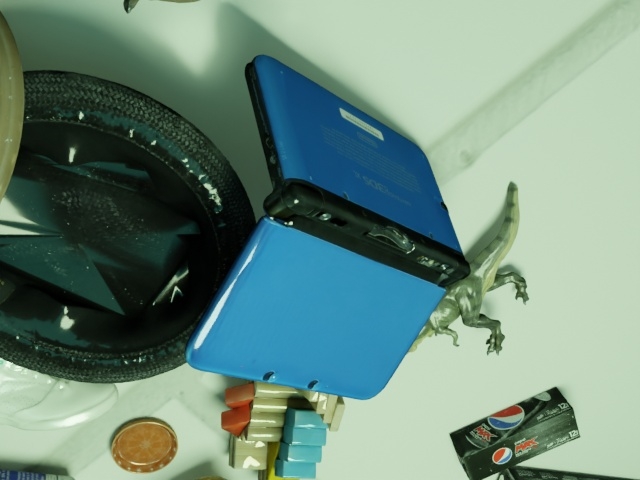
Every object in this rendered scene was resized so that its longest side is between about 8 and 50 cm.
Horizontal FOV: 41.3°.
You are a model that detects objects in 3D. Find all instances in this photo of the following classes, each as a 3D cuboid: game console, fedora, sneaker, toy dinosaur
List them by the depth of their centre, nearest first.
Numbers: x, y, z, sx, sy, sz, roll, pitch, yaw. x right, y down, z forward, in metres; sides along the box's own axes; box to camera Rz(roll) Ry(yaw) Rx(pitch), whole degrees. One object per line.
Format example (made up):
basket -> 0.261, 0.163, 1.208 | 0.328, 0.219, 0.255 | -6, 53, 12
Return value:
fedora -> -0.228, -0.023, 0.845 | 0.334, 0.152, 0.334 | -3, 113, -6
game console -> 0.000, 0.000, 0.854 | 0.173, 0.250, 0.293 | -33, 147, 28
sneaker -> -0.339, 0.160, 0.966 | 0.212, 0.080, 0.094 | 0, 105, -13
toy dinosaur -> 0.198, 0.068, 1.060 | 0.118, 0.064, 0.268 | 34, 101, -20

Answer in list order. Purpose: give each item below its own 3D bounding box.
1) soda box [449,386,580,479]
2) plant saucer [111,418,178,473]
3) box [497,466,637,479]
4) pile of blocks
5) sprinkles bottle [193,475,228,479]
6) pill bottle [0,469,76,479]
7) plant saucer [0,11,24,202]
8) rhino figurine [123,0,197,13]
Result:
soda box -> 0.271, 0.272, 1.185 | 0.169, 0.053, 0.060 | -23, 119, -2
plant saucer -> -0.223, 0.260, 1.077 | 0.083, 0.013, 0.083 | -6, 119, -11
box -> 0.381, 0.483, 1.311 | 0.322, 0.079, 0.257 | 12, 115, -20
pile of blocks -> -0.051, 0.186, 1.005 | 0.113, 0.149, 0.362 | 5, 116, -17
sprinkles bottle -> -0.083, 0.470, 1.118 | 0.121, 0.121, 0.355 | -28, 115, 1
pill bottle -> -0.395, 0.330, 1.013 | 0.187, 0.112, 0.112 | 12, 113, -20
plant saucer -> -0.364, -0.094, 0.724 | 0.278, 0.278, 0.041 | -49, 153, 13
rhino figurine -> -0.119, -0.281, 0.790 | 0.243, 0.073, 0.106 | -24, 117, 1
